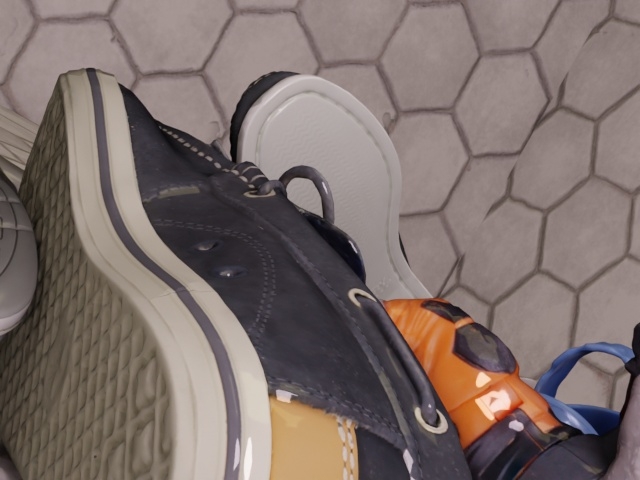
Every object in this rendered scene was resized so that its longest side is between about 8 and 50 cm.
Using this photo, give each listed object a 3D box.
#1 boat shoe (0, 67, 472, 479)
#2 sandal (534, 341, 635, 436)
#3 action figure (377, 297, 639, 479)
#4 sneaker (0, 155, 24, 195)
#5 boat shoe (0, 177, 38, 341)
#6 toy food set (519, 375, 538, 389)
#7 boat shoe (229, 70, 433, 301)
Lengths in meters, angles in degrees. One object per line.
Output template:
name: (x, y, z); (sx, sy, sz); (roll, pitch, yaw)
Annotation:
boat shoe: (-0.069, 0.043, 0.763); (0.156, 0.187, 0.500); (12, 15, -23)
sandal: (0.201, 0.183, 1.106); (0.126, 0.138, 0.317); (29, -23, 27)
action figure: (0.122, 0.172, 0.869); (0.330, 0.178, 0.341); (25, -44, 33)
sneaker: (-0.223, -0.026, 1.518); (0.271, 0.108, 0.100); (28, 4, -8)
boat shoe: (-0.251, -0.005, 0.816); (0.118, 0.103, 0.320); (2, 21, -41)
toy food set: (0.036, 0.090, 1.325); (0.219, 0.092, 0.306); (3, 9, -14)
boat shoe: (0.000, 0.000, 0.964); (0.091, 0.114, 0.303); (44, -19, 43)
